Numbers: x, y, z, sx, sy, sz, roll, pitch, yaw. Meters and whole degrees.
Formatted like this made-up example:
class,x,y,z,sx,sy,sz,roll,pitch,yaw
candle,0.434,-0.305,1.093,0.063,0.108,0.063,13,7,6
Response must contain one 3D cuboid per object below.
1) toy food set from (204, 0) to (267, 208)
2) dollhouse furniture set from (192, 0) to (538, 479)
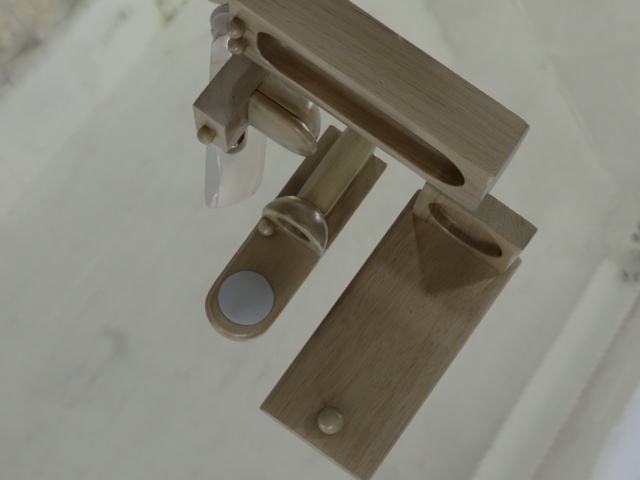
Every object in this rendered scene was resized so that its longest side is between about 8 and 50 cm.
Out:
class,x,y,z,sx,sy,sz,roll,pitch,yaw
toy food set,-0.092,-0.211,1.310,0.092,0.219,0.306,2,-130,-5
dollhouse furniture set,0.000,0.000,0.552,0.123,0.144,0.151,-54,174,-12
